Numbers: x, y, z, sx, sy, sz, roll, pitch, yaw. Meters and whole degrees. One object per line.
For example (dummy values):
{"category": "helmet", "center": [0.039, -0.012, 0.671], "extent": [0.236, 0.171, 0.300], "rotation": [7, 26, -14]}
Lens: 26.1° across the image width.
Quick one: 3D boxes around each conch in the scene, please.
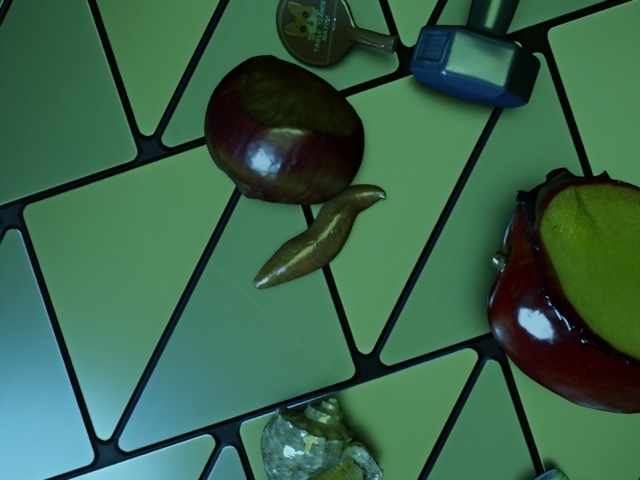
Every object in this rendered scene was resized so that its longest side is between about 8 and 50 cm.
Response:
{"category": "conch", "center": [-0.007, 0.287, 1.701], "extent": [0.155, 0.130, 0.207], "rotation": [24, 106, 14]}

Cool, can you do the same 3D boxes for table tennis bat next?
{"category": "table tennis bat", "center": [0.042, -0.279, 1.757], "extent": [0.170, 0.119, 0.107], "rotation": [19, 118, 24]}

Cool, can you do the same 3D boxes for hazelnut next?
{"category": "hazelnut", "center": [-0.050, -0.138, 1.699], "extent": [0.170, 0.160, 0.202], "rotation": [-39, 51, -10]}

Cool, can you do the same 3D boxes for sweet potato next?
{"category": "sweet potato", "center": [-0.001, -0.001, 1.738], "extent": [0.202, 0.058, 0.055], "rotation": [-43, 46, -2]}

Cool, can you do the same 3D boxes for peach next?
{"category": "peach", "center": [0.358, 0.082, 1.659], "extent": [0.362, 0.201, 0.257], "rotation": [17, 60, -11]}

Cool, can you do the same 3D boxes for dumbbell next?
{"category": "dumbbell", "center": [0.224, -0.323, 1.682], "extent": [0.144, 0.156, 0.316], "rotation": [18, 91, 31]}

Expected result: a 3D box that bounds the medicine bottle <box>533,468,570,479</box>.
{"category": "medicine bottle", "center": [0.337, 0.393, 1.713], "extent": [0.121, 0.083, 0.229], "rotation": [-35, 88, 4]}
